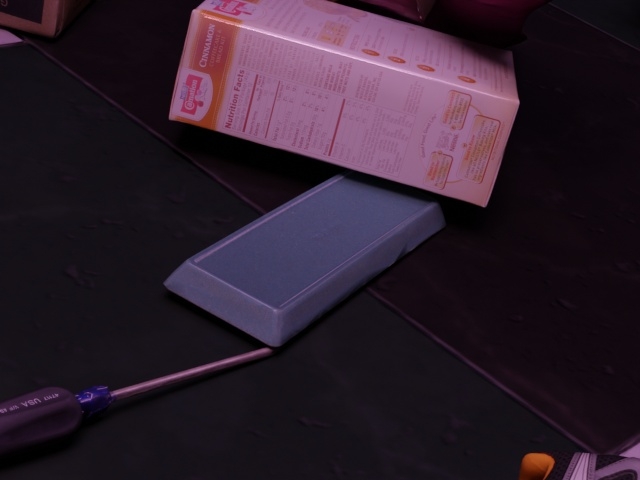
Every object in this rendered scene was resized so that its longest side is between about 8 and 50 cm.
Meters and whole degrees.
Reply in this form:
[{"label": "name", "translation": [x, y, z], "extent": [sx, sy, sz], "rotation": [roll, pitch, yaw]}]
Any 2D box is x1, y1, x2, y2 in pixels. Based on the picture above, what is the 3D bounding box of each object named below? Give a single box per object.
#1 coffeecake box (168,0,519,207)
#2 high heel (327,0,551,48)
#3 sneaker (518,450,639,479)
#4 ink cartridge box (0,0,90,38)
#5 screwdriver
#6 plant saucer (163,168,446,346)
[{"label": "coffeecake box", "translation": [0.018, -0.094, 0.805], "extent": [0.186, 0.068, 0.142], "rotation": [16, 20, 1]}, {"label": "high heel", "translation": [0.142, -0.187, 0.839], "extent": [0.181, 0.127, 0.377], "rotation": [5, 0, -25]}, {"label": "sneaker", "translation": [0.078, 0.138, 0.460], "extent": [0.083, 0.084, 0.215], "rotation": [13, 23, 24]}, {"label": "ink cartridge box", "translation": [-0.231, -0.238, 0.934], "extent": [0.193, 0.088, 0.234], "rotation": [16, 30, 3]}, {"label": "screwdriver", "translation": [-0.080, 0.063, 0.567], "extent": [0.025, 0.024, 0.170], "rotation": [1, 9, 38]}, {"label": "plant saucer", "translation": [0.000, 0.000, 0.702], "extent": [0.067, 0.018, 0.192], "rotation": [27, 30, 20]}]
